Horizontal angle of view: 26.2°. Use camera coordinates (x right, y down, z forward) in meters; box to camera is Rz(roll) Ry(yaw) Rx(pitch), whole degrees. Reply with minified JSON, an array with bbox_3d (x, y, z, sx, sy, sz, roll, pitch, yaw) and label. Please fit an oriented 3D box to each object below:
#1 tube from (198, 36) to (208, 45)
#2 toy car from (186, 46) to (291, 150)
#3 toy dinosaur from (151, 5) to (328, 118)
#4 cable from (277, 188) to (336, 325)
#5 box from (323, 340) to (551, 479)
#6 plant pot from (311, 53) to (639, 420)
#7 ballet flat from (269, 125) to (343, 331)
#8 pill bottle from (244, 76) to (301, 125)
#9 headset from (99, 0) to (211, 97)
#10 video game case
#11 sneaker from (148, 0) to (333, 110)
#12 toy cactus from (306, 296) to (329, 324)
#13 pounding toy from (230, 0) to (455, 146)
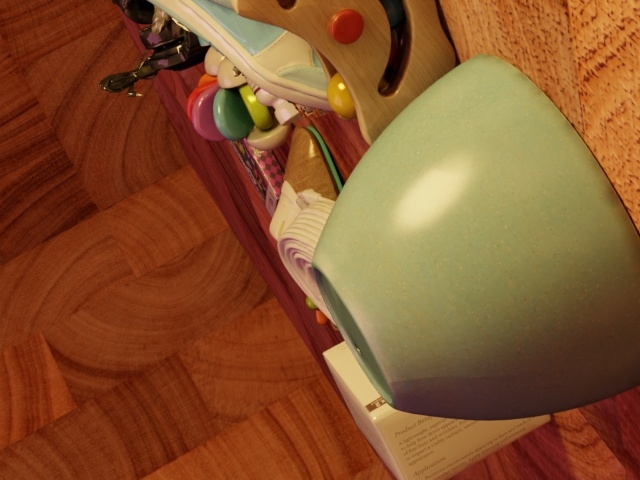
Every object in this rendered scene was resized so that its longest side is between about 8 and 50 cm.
[{"bbox_3d":[-0.196,-0.408,2.139,0.080,0.052,0.207,20,131,69],"label":"tube"},{"bbox_3d":[-0.138,-0.210,2.115,0.159,0.136,0.182,65,172,-28],"label":"toy car"},{"bbox_3d":[-0.073,-0.286,1.527,0.218,0.164,0.322,30,133,48],"label":"toy dinosaur"},{"bbox_3d":[0.054,0.060,1.848,0.257,0.089,0.257,55,165,-22],"label":"cable"},{"bbox_3d":[0.126,0.162,1.531,0.119,0.181,0.182,65,172,-26],"label":"box"},{"bbox_3d":[0.109,0.028,1.083,0.290,0.195,0.290,59,173,12],"label":"plant pot"},{"bbox_3d":[0.000,0.000,2.015,0.116,0.124,0.342,48,165,57],"label":"ballet flat"},{"bbox_3d":[-0.057,-0.223,1.707,0.152,0.086,0.086,60,173,2],"label":"pill bottle"},{"bbox_3d":[-0.292,-0.378,2.346,0.243,0.185,0.394,60,161,14],"label":"headset"},{"bbox_3d":[-0.125,-0.161,2.591,0.232,0.041,0.210,60,172,7],"label":"video game case"},{"bbox_3d":[-0.033,-0.242,1.183,0.319,0.127,0.208,29,150,-10],"label":"sneaker"},{"bbox_3d":[0.036,0.062,2.212,0.180,0.112,0.219,6,125,58],"label":"toy cactus"},{"bbox_3d":[0.014,-0.187,1.076,0.155,0.154,0.269,51,168,55],"label":"pounding toy"}]
